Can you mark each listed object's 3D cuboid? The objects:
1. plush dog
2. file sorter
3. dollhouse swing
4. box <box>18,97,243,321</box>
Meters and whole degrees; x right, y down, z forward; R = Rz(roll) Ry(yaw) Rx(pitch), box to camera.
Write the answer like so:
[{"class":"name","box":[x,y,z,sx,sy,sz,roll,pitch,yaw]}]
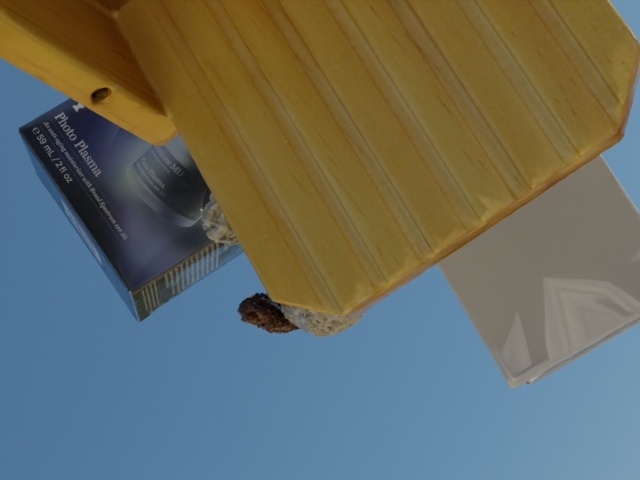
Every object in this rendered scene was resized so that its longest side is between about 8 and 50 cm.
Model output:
[{"class":"plush dog","box":[0.000,0.000,1.278,0.210,0.226,0.262,11,-25,-32]},{"class":"file sorter","box":[0.218,-0.009,1.175,0.192,0.278,0.173,-31,-16,7]},{"class":"dollhouse swing","box":[-0.024,-0.164,0.676,0.346,0.305,0.315,-34,-31,17]},{"class":"box","box":[-0.228,-0.096,1.623,0.294,0.296,0.183,-34,-11,-15]}]
